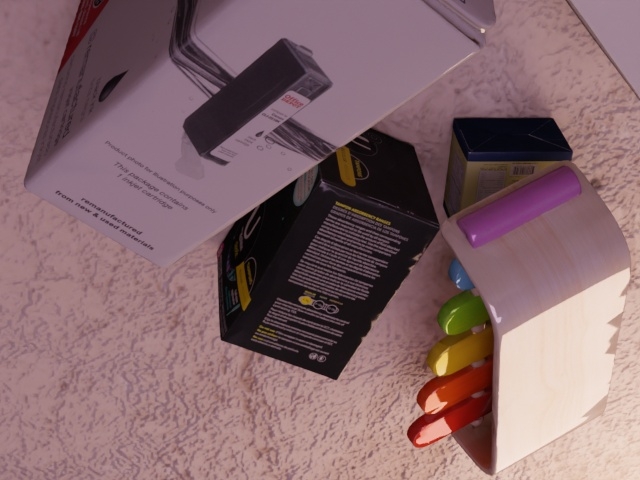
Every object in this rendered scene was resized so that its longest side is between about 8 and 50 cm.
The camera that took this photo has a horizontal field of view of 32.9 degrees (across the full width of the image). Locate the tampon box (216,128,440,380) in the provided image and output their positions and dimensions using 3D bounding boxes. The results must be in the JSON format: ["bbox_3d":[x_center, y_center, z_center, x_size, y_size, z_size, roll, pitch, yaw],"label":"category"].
[{"bbox_3d":[0.000,0.000,0.834,0.101,0.120,0.161,21,119,-20],"label":"tampon box"}]

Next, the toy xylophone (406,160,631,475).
[{"bbox_3d":[0.192,0.072,0.875,0.236,0.081,0.323,-21,141,-19],"label":"toy xylophone"}]

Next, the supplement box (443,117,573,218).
[{"bbox_3d":[0.146,-0.047,0.856,0.083,0.056,0.083,-1,124,-6],"label":"supplement box"}]

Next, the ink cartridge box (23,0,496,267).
[{"bbox_3d":[-0.039,-0.137,0.642,0.114,0.197,0.273,33,133,-31],"label":"ink cartridge box"}]

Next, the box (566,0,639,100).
[{"bbox_3d":[0.233,-0.218,0.711,0.181,0.119,0.182,-36,120,17],"label":"box"}]
